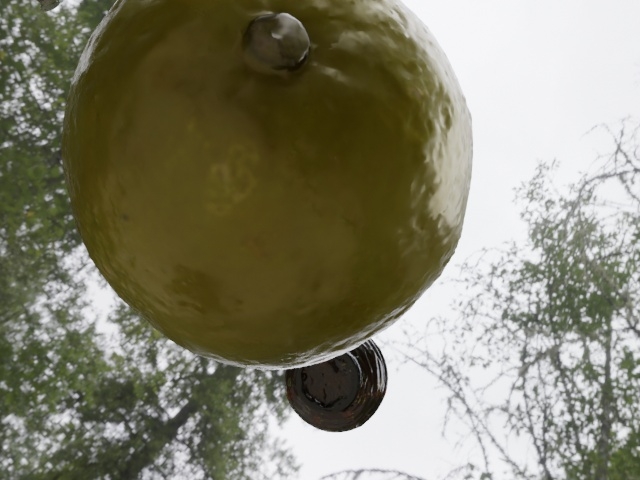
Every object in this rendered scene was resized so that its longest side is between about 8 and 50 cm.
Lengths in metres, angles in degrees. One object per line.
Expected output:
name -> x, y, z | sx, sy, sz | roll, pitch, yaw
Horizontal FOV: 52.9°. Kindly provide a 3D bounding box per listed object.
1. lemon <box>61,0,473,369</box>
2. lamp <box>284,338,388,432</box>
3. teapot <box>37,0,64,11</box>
lemon -> -0.039, -0.062, 0.521 | 0.348, 0.348, 0.347 | 15, -57, 24
lamp -> 0.035, 0.308, 1.452 | 0.247, 0.247, 0.246 | 15, -57, 24
teapot -> -0.504, -0.452, 1.158 | 0.083, 0.064, 0.064 | 18, -31, 34
